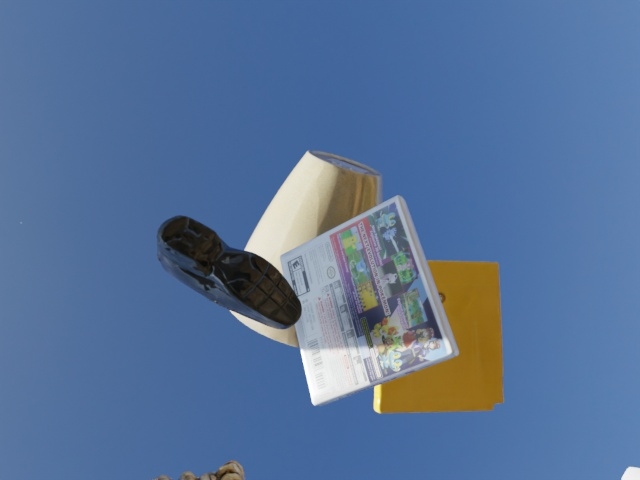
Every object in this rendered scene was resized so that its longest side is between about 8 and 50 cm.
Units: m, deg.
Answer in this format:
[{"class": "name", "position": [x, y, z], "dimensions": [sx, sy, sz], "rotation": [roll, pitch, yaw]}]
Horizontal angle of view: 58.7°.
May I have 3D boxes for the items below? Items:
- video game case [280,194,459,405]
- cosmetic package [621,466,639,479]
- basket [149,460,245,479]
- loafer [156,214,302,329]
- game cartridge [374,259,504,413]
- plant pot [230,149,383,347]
[{"class": "video game case", "position": [0.047, 0.071, 0.678], "dimensions": [0.023, 0.183, 0.201], "rotation": [28, -138, -53]}, {"class": "cosmetic package", "position": [0.302, 0.268, 0.282], "dimensions": [0.284, 0.377, 0.097], "rotation": [-33, -79, -35]}, {"class": "basket", "position": [-0.137, 0.331, 0.347], "dimensions": [0.223, 0.299, 0.213], "rotation": [-7, -59, -7]}, {"class": "loafer", "position": [-0.096, 0.041, 0.593], "dimensions": [0.170, 0.061, 0.062], "rotation": [35, -133, 7]}, {"class": "game cartridge", "position": [0.253, 0.204, 1.232], "dimensions": [0.285, 0.052, 0.324], "rotation": [2, -97, -10]}, {"class": "plant pot", "position": [0.000, 0.000, 0.946], "dimensions": [0.256, 0.256, 0.274], "rotation": [10, -73, -28]}]
